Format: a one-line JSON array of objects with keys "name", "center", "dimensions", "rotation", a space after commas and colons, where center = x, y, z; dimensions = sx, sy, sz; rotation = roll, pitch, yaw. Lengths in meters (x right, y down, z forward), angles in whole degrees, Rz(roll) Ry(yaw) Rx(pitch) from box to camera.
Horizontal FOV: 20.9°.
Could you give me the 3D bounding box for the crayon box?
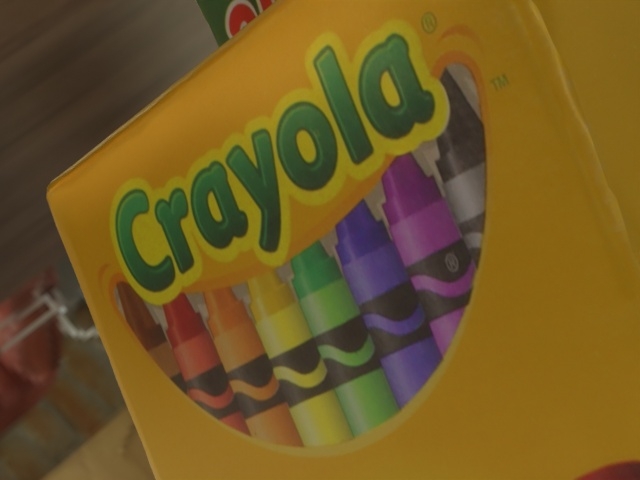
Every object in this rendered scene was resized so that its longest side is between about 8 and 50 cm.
[{"name": "crayon box", "center": [0.043, 0.045, 0.409], "dimensions": [0.202, 0.081, 0.319], "rotation": [-31, 79, 53]}]
